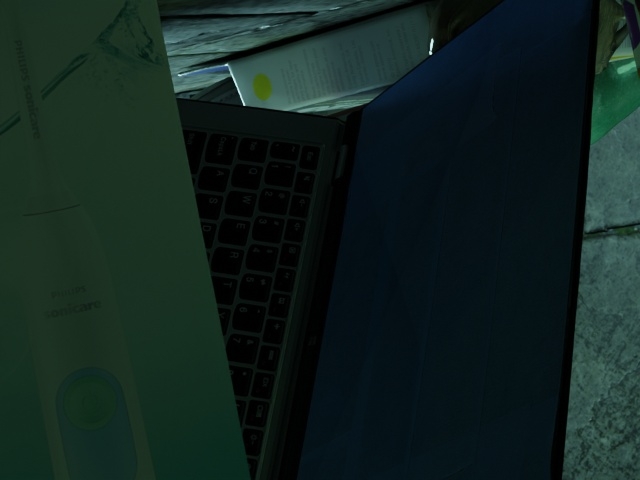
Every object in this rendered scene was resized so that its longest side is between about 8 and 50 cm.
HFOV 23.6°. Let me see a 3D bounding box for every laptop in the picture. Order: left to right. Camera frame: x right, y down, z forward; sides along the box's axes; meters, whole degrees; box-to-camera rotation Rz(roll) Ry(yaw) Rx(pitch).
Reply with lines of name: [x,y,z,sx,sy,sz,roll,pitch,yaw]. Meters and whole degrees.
laptop: [-0.062,0.006,0.910,0.407,0.382,0.236,8,146,5]

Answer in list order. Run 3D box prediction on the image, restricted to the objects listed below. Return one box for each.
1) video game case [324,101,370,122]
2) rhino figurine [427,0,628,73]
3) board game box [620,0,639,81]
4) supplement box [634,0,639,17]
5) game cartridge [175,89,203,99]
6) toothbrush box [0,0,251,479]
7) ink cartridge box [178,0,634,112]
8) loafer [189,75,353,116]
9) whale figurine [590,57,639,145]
video game case: [0.000,0.000,1.114,0.285,0.204,0.025,-20,147,-31]
rhino figurine: [0.163,-0.146,1.126,0.243,0.106,0.073,-15,-138,-43]
board game box: [0.325,-0.134,1.063,0.144,0.142,0.275,-10,-170,28]
supplement box: [0.226,-0.141,0.609,0.188,0.081,0.104,-11,-178,-24]
game cartridge: [-0.137,-0.155,1.680,0.083,0.017,0.056,-13,-173,-38]
toothbrush box: [-0.151,0.042,0.553,0.216,0.296,0.126,-11,-179,-18]
ink cartridge box: [0.088,-0.157,1.335,0.303,0.072,0.307,-13,-178,-43]
loafer: [-0.017,-0.128,1.516,0.111,0.112,0.319,-15,-174,45]
whale figurine: [0.305,-0.174,1.649,0.272,0.141,0.216,-12,-177,-17]
